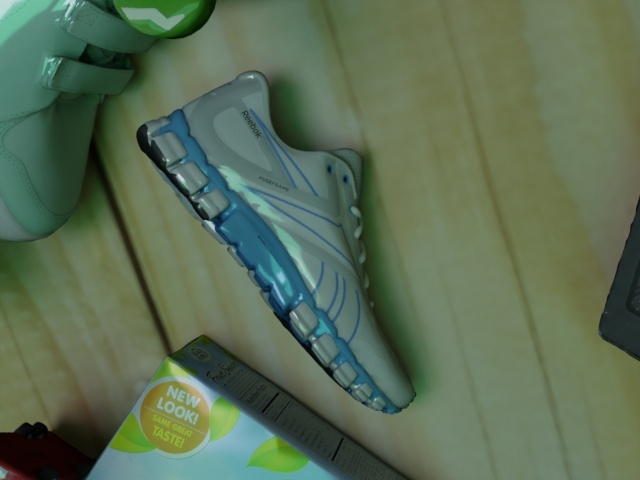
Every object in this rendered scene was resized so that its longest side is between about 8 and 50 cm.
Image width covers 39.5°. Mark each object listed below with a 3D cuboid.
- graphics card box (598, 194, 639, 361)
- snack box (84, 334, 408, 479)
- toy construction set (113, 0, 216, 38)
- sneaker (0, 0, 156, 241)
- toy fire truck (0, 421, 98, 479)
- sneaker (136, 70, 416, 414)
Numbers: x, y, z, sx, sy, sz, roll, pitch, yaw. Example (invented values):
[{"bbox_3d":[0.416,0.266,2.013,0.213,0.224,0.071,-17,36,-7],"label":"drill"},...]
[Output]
[{"bbox_3d":[0.271,0.006,0.231,0.371,0.094,0.233,37,124,47],"label":"graphics card box"},{"bbox_3d":[-0.034,0.181,0.471,0.207,0.070,0.175,35,98,4],"label":"snack box"},{"bbox_3d":[0.006,-0.179,0.225,0.308,0.237,0.257,-35,98,9],"label":"toy construction set"},{"bbox_3d":[-0.085,-0.106,0.419,0.151,0.094,0.256,15,107,9],"label":"sneaker"},{"bbox_3d":[-0.179,0.168,0.484,0.047,0.192,0.135,31,80,6],"label":"toy fire truck"},{"bbox_3d":[0.000,0.000,0.437,0.083,0.071,0.191,-39,103,-10],"label":"sneaker"}]
